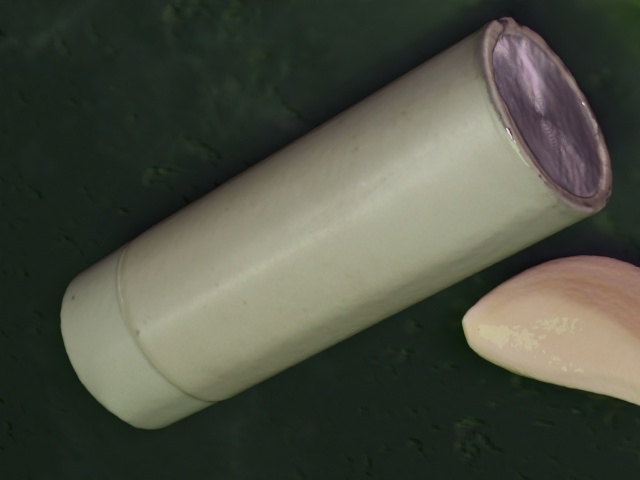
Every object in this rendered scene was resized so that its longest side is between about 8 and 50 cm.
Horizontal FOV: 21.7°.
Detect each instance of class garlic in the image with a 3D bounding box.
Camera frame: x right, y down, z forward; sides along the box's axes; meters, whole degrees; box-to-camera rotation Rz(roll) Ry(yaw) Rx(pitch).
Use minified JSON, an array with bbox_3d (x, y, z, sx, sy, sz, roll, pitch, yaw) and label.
[{"bbox_3d":[0.096,0.031,0.576,0.083,0.053,0.041,19,124,27],"label":"garlic"}]

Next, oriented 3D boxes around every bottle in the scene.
[{"bbox_3d":[0.000,0.000,0.588,0.201,0.072,0.072,-29,103,32],"label":"bottle"}]
